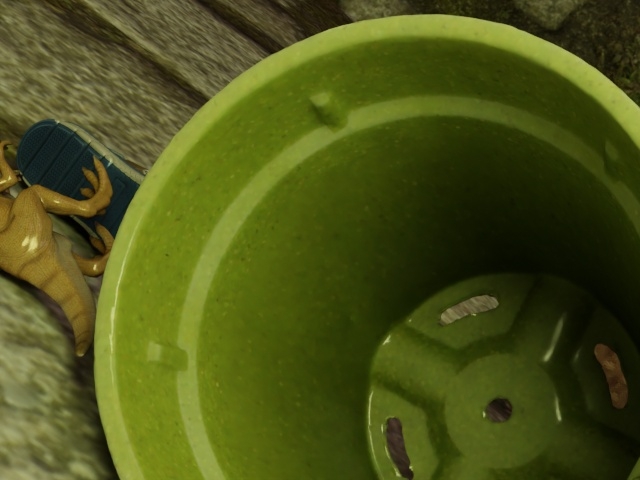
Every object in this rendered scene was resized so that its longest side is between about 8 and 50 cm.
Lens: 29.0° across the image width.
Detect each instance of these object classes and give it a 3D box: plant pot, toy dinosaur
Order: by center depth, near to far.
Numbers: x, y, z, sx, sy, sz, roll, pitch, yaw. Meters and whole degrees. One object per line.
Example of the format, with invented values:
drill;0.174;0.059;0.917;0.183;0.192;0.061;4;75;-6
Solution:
plant pot;0.069;0.066;0.634;0.276;0.276;0.254;47;3;28
toy dinosaur;-0.155;0.005;0.683;0.211;0.064;0.112;39;37;28

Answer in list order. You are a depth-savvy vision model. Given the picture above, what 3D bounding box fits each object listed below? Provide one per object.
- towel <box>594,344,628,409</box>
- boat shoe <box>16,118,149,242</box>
towel;0.308;0.182;0.780;0.370;0.271;0.040;40;29;12
boat shoe;-0.109;-0.013;0.786;0.183;0.066;0.066;45;13;15
